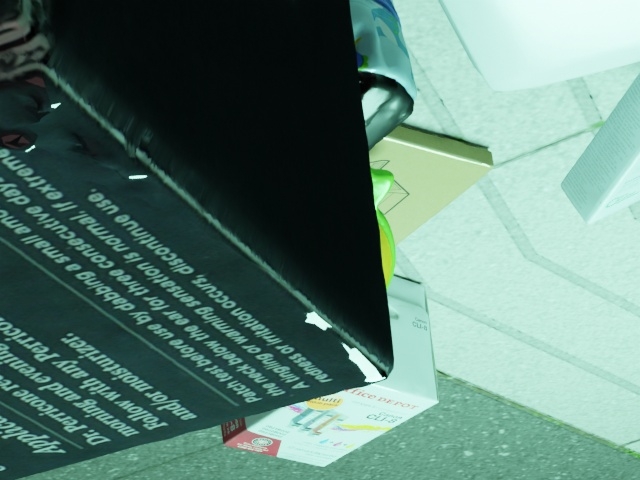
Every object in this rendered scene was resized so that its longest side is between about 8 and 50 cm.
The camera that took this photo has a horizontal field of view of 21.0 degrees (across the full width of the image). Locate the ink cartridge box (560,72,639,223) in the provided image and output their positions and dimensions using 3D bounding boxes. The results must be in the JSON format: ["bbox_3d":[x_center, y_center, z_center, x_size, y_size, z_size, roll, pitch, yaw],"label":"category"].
[{"bbox_3d":[0.304,-0.119,1.250,0.223,0.045,0.224,-24,161,-30],"label":"ink cartridge box"}]

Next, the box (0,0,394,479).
[{"bbox_3d":[-0.255,-0.139,0.769,0.472,0.480,0.297,-16,150,18],"label":"box"}]

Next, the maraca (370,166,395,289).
[{"bbox_3d":[0.000,0.000,1.412,0.127,0.099,0.185,2,126,-6],"label":"maraca"}]

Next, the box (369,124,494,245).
[{"bbox_3d":[0.016,-0.051,1.439,0.201,0.021,0.164,13,146,-30],"label":"box"}]

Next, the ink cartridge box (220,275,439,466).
[{"bbox_3d":[0.005,0.116,1.623,0.128,0.127,0.176,18,142,-35],"label":"ink cartridge box"}]

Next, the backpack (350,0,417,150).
[{"bbox_3d":[-0.111,-0.107,1.109,0.355,0.273,0.290,-7,166,43],"label":"backpack"}]

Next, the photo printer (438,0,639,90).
[{"bbox_3d":[0.171,-0.228,1.064,0.256,0.107,0.307,-14,150,15],"label":"photo printer"}]
